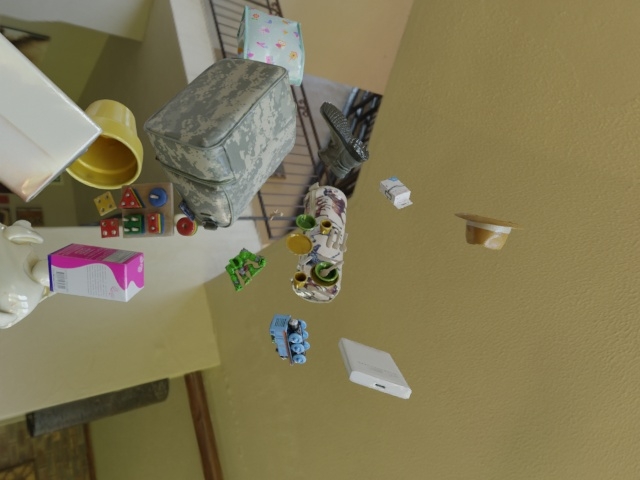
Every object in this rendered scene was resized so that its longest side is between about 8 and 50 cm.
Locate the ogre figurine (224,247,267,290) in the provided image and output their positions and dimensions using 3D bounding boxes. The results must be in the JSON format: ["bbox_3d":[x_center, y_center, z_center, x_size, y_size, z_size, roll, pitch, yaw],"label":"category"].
[{"bbox_3d":[-0.317,0.111,1.930,0.118,0.097,0.197,47,-46,2],"label":"ogre figurine"}]

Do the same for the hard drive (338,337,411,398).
[{"bbox_3d":[0.175,0.429,1.599,0.307,0.202,0.040,-123,-127,-82],"label":"hard drive"}]

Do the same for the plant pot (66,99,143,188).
[{"bbox_3d":[-0.734,-0.347,1.600,0.254,0.253,0.239,-47,-142,38],"label":"plant pot"}]

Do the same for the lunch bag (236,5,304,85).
[{"bbox_3d":[-0.177,-0.654,1.634,0.160,0.223,0.263,131,-40,-54],"label":"lunch bag"}]

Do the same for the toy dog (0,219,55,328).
[{"bbox_3d":[-1.062,0.069,1.479,0.284,0.395,0.408,-30,-74,17],"label":"toy dog"}]

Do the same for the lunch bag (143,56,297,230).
[{"bbox_3d":[-0.190,-0.202,1.007,0.212,0.305,0.256,17,-34,25],"label":"lunch bag"}]

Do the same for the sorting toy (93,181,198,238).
[{"bbox_3d":[-0.436,-0.073,1.131,0.274,0.046,0.133,-2,-91,11],"label":"sorting toy"}]

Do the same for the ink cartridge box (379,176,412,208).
[{"bbox_3d":[0.191,-0.121,1.174,0.083,0.048,0.028,52,-27,35],"label":"ink cartridge box"}]

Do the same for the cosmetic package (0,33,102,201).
[{"bbox_3d":[-0.430,-0.192,0.556,0.129,0.296,0.153,-50,-155,-17],"label":"cosmetic package"}]

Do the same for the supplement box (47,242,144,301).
[{"bbox_3d":[-0.620,0.087,1.301,0.219,0.114,0.112,8,-73,4],"label":"supplement box"}]

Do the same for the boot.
[{"bbox_3d":[0.039,-0.331,1.591,0.161,0.083,0.247,-28,-77,43],"label":"boot"}]

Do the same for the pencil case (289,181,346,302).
[{"bbox_3d":[0.000,0.000,1.630,0.159,0.183,0.411,-13,-128,26],"label":"pencil case"}]

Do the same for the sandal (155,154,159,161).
[{"bbox_3d":[-0.383,-0.243,1.380,0.219,0.090,0.060,12,-91,18],"label":"sandal"}]

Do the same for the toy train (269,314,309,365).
[{"bbox_3d":[-0.094,0.306,1.433,0.105,0.080,0.184,4,-50,12],"label":"toy train"}]

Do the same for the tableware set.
[{"bbox_3d":[-0.010,0.018,0.762,0.024,0.103,0.154,108,0,-47],"label":"tableware set"}]

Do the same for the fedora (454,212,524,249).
[{"bbox_3d":[0.440,-0.022,1.238,0.194,0.194,0.079,18,-80,45],"label":"fedora"}]

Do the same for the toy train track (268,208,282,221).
[{"bbox_3d":[-0.146,-0.085,1.495,0.083,0.014,0.048,3,-122,56],"label":"toy train track"}]
